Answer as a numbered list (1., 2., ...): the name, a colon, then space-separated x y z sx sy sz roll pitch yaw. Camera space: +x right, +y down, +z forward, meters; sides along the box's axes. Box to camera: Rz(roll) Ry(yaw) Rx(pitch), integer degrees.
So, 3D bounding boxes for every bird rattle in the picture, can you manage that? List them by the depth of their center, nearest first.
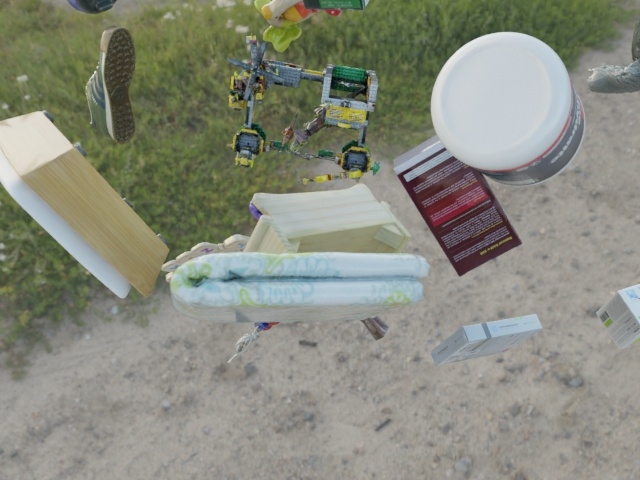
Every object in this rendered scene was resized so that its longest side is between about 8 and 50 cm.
1. bird rattle: -0.044 -0.580 1.742 0.253 0.143 0.207 -15 3 16

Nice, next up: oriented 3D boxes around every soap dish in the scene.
1. soap dish: -0.381 -0.060 1.105 0.118 0.291 0.229 -43 43 -9

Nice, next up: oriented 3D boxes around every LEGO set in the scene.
1. LEGO set: -0.028 -0.223 1.305 0.331 0.255 0.192 16 22 -4

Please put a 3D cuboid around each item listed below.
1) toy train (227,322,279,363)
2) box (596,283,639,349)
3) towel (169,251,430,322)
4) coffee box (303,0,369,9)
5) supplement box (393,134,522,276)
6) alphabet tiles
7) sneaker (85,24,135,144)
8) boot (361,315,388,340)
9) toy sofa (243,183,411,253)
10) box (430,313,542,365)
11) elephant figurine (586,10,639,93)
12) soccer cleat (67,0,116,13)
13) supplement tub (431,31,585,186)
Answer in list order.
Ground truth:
1. toy train: -0.147 0.132 1.508 0.248 0.105 0.143 -39 89 -23
2. box: 0.769 0.159 1.609 0.203 0.114 0.103 -14 60 -19
3. towel: -0.047 0.075 1.104 0.374 0.320 0.090 0 78 -12
4. coffee box: 0.051 -0.464 1.198 0.113 0.040 0.184 8 53 21
5. supplement box: 0.245 -0.070 1.247 0.130 0.240 0.073 -29 15 15
6. alphabet tiles: -0.287 0.058 1.913 0.284 0.278 0.021 -28 66 28
7. sneaker: -0.354 -0.259 1.141 0.086 0.192 0.064 23 33 29
8. boot: 0.153 0.203 1.889 0.114 0.106 0.037 49 30 23
9. toy sofa: 0.000 0.000 1.492 0.362 0.150 0.177 -10 51 -41
10. box: 0.342 0.207 1.442 0.186 0.145 0.038 -5 64 -22
11. elephant figurine: 0.324 -0.232 0.510 0.186 0.240 0.169 -34 41 -20
12. soccer cleat: -0.318 -0.495 1.153 0.121 0.093 0.289 32 77 40
13. supplement tub: 0.292 -0.184 1.051 0.191 0.191 0.272 17 5 26
